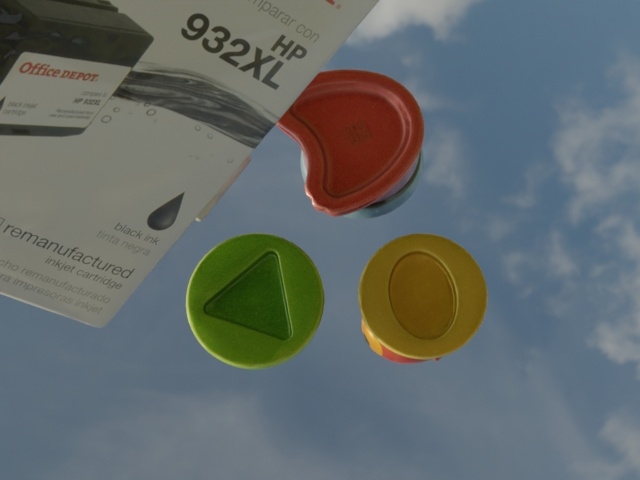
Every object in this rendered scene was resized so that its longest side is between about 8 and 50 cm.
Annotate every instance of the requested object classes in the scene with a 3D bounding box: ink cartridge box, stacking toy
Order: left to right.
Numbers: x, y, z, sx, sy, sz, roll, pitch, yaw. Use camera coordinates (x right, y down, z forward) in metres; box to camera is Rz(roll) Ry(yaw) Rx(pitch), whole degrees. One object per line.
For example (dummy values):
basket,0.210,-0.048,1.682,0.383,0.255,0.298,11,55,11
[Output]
ink cartridge box,-0.140,-0.121,0.577,0.223,0.307,0.129,26,-154,-37
stacking toy,0.000,0.000,1.014,0.279,0.130,0.309,-13,-107,-1
